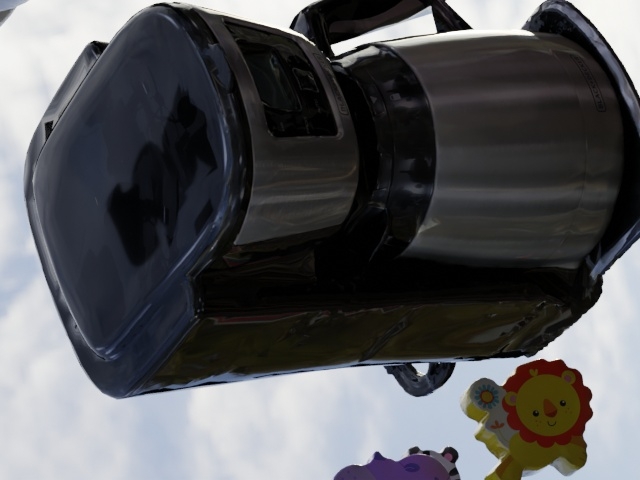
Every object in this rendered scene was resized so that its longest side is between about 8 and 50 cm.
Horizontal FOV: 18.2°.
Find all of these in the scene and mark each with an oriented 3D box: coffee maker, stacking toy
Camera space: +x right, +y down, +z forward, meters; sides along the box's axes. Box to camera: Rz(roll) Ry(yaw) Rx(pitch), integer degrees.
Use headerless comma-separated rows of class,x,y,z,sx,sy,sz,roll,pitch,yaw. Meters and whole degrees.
coffee maker,0.000,0.000,0.669,0.178,0.120,0.171,-2,-56,-35
stacking toy,-0.008,0.119,0.840,0.167,0.221,0.052,121,130,-67

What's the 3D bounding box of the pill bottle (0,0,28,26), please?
pill bottle,-0.249,-0.157,1.022,0.161,0.283,0.161,16,-112,-43
